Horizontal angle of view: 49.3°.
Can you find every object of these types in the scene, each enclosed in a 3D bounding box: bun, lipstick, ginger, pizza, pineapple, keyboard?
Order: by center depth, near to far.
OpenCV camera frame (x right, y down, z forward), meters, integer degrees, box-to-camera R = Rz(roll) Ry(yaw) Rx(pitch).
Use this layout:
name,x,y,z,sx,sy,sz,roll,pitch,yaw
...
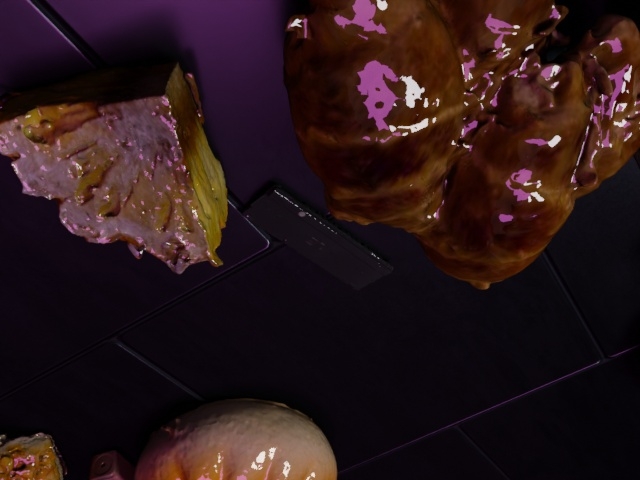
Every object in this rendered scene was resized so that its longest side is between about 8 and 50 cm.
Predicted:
name,x,y,z,sx,sy,sz,roll,pitch,yaw
ginger,0.112,-0.108,0.583,0.357,0.153,0.274,32,134,-23
pineapple,-0.171,-0.074,0.625,0.236,0.115,0.186,30,122,-28
keyboard,0.000,0.000,0.787,0.060,0.018,0.195,-33,130,30
pizza,-0.478,0.308,0.949,0.161,0.086,0.305,-36,130,22
bun,-0.123,0.367,1.010,0.298,0.165,0.299,-5,132,-6
lipstick,-0.296,0.374,1.069,0.045,0.045,0.145,-18,134,6

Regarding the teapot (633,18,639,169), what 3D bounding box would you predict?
name,x,y,z,sx,sy,sz,roll,pitch,yaw
teapot,0.462,-0.129,0.597,0.336,0.200,0.271,-22,96,9
